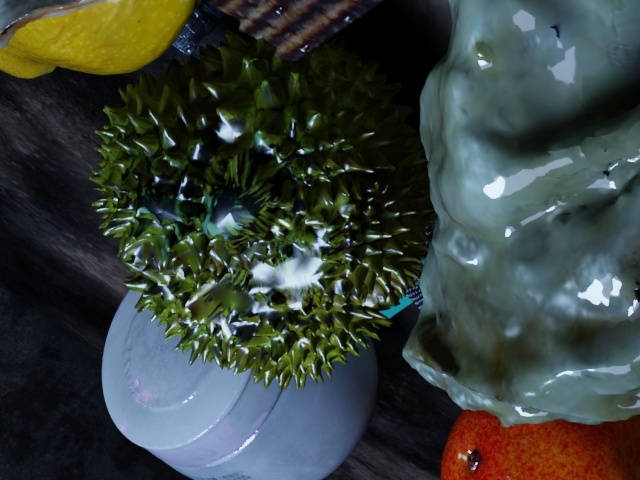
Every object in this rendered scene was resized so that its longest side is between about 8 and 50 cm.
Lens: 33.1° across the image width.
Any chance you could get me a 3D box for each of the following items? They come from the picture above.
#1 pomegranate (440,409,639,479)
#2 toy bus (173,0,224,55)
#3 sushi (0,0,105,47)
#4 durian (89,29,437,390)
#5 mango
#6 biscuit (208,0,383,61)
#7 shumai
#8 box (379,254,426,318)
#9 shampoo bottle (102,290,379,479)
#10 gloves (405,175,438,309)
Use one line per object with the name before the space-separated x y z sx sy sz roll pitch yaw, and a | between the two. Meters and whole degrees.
pomegranate | 0.249 0.242 1.110 0.256 0.221 0.221 30 162 -27
toy bus | -0.100 -0.183 0.858 0.038 0.046 0.083 36 156 -13
sushi | -0.101 -0.214 0.575 0.109 0.273 0.134 9 -152 -22
durian | -0.042 -0.036 0.805 0.291 0.225 0.291 13 135 14
mango | -0.200 -0.209 0.799 0.359 0.144 0.187 7 133 50
biscuit | 0.026 -0.184 0.595 0.070 0.106 0.252 36 160 -16
shumai | 0.139 -0.095 0.472 0.304 0.309 0.263 -13 107 50
box | 0.000 0.000 1.134 0.226 0.042 0.161 33 159 -2
shampoo bottle | -0.087 0.150 1.241 0.273 0.273 0.266 13 167 40
gloves | 0.091 -0.015 0.932 0.129 0.106 0.181 54 178 -43
